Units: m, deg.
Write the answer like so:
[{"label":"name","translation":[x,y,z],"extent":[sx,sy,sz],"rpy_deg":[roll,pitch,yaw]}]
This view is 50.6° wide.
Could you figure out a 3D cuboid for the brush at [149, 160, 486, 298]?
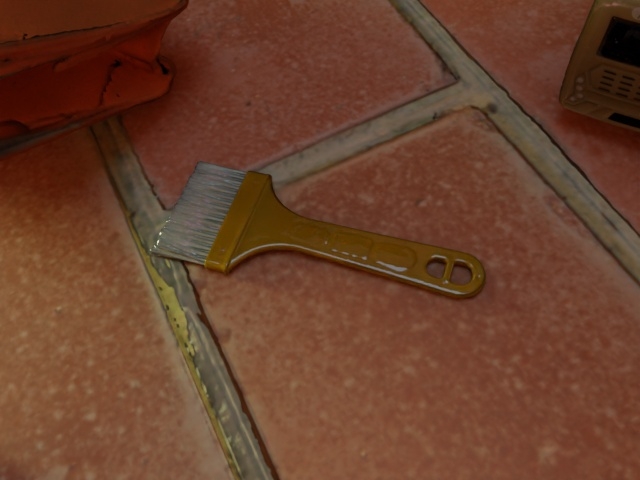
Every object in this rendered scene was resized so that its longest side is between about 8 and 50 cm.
[{"label":"brush","translation":[0.000,0.000,0.558],"extent":[0.272,0.013,0.103],"rpy_deg":[14,61,14]}]

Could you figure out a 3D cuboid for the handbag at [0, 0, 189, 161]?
[{"label":"handbag","translation":[-0.345,-0.239,0.592],"extent":[0.410,0.116,0.303],"rpy_deg":[35,41,13]}]

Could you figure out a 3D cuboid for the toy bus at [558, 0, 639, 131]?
[{"label":"toy bus","translation":[0.319,-0.233,0.583],"extent":[0.139,0.157,0.289],"rpy_deg":[24,63,19]}]
